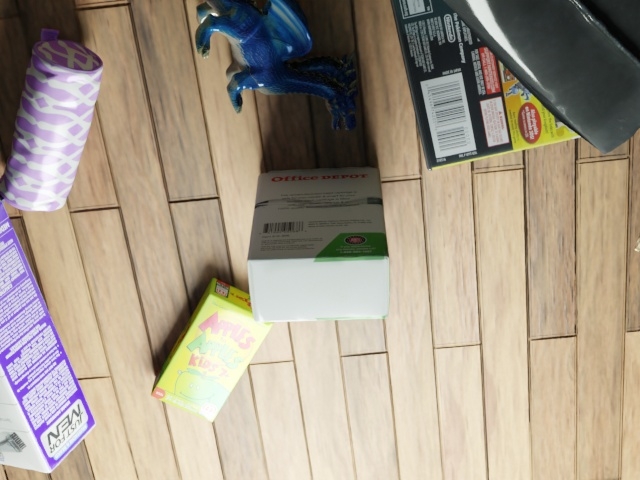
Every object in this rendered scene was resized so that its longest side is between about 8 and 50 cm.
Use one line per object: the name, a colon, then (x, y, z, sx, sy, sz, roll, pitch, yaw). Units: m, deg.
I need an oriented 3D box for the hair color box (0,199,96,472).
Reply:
hair color box: (-0.427, 0.116, 1.284, 0.185, 0.110, 0.338, 3, 120, 31)

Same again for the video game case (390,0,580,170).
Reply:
video game case: (0.214, -0.231, 1.168, 0.248, 0.035, 0.274, -12, 116, 7)

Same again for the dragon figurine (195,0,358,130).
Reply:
dragon figurine: (-0.059, -0.234, 1.138, 0.144, 0.085, 0.289, -24, 119, 11)

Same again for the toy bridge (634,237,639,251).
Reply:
toy bridge: (0.439, -0.060, 1.259, 0.063, 0.026, 0.188, 28, 115, -10)

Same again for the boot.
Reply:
boot: (0.268, -0.318, 0.951, 0.367, 0.146, 0.445, -38, 128, 21)

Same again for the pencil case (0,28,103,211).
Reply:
pencil case: (-0.314, -0.131, 1.204, 0.086, 0.088, 0.206, 0, 126, -42)

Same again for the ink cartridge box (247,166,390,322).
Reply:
ink cartridge box: (0.000, 0.000, 1.195, 0.153, 0.208, 0.086, -2, 121, 3)

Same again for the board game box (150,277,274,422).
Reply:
board game box: (-0.142, 0.146, 1.365, 0.092, 0.043, 0.181, 26, 115, -12)
